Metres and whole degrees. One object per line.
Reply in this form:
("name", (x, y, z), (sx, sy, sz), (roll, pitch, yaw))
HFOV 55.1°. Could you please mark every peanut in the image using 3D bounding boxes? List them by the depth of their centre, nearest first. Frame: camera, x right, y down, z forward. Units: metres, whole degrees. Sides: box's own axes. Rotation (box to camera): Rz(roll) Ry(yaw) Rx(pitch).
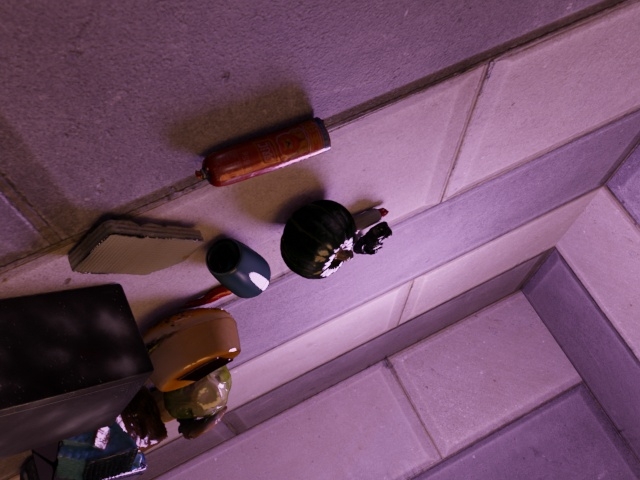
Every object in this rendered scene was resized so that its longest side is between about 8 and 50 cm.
("peanut", (-0.505, 0.561, 2.189), (0.253, 0.122, 0.137), (-23, -171, -21))

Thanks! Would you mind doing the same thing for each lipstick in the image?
("lipstick", (0.119, -0.055, 1.737), (0.186, 0.057, 0.063), (-26, -174, -24))

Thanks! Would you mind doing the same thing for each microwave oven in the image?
("microwave oven", (-0.647, 0.303, 1.336), (0.431, 0.236, 0.374), (-6, 148, -43))

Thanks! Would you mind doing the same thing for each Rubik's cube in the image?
("Rubik's cube", (-0.776, 0.731, 2.061), (0.255, 0.259, 0.260), (-43, 155, 26))

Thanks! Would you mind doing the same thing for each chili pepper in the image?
("chili pepper", (-0.308, 0.158, 1.707), (0.178, 0.027, 0.045), (-21, 157, -12))

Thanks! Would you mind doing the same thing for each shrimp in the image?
("shrimp", (-0.417, 0.619, 2.150), (0.178, 0.075, 0.289), (-29, 179, -23))

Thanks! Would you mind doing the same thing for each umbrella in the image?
("umbrella", (0.144, 0.009, 1.822), (0.080, 0.071, 0.224), (-28, 176, -19))

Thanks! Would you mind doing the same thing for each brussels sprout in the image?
("brussels sprout", (-0.398, 0.486, 2.019), (0.219, 0.210, 0.271), (-1, 179, -25))

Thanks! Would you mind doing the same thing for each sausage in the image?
("sausage", (-0.113, -0.167, 1.197), (0.273, 0.074, 0.074), (-21, 156, -16))

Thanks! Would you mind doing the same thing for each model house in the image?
("model house", (-0.641, 0.593, 1.837), (0.240, 0.226, 0.261), (19, 141, -11))

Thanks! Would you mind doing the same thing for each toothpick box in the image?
("toothpick box", (-0.206, 0.067, 1.518), (0.120, 0.120, 0.184), (-31, 155, 4))

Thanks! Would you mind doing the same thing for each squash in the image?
("squash", (-0.005, -0.002, 1.539), (0.218, 0.173, 0.218), (-26, 160, -10))

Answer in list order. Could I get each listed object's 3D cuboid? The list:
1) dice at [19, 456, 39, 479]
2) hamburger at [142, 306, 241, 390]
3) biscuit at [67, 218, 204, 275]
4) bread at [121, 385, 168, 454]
("dice", (-0.964, 0.865, 2.217), (0.182, 0.183, 0.181), (-5, 145, -47))
("hamburger", (-0.370, 0.295, 1.721), (0.300, 0.176, 0.300), (-25, 163, -8))
("biscuit", (-0.380, 0.016, 1.290), (0.150, 0.052, 0.252), (-38, 155, 28))
("bread", (-0.617, 0.602, 2.034), (0.109, 0.210, 0.192), (-28, 170, 22))
